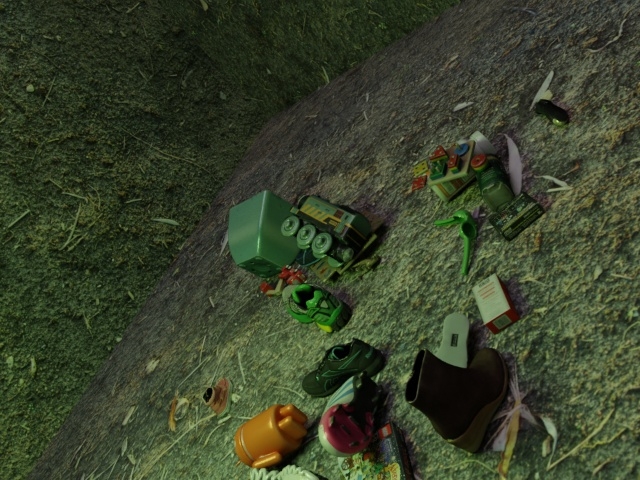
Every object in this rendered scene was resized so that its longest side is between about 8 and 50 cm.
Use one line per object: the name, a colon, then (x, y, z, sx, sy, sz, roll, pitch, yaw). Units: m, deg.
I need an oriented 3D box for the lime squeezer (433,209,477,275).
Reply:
lime squeezer: (0.381, -0.024, 1.829, 0.110, 0.059, 0.310, -39, 24, 14)

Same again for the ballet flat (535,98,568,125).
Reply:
ballet flat: (0.674, -0.366, 1.931, 0.057, 0.049, 0.173, 2, 29, -4)

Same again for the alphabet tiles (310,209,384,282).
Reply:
alphabet tiles: (0.086, 0.015, 2.275, 0.285, 0.011, 0.342, -47, 16, -1)

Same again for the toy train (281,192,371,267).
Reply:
toy train: (0.013, -0.042, 2.187, 0.334, 0.142, 0.190, 29, 81, 47)

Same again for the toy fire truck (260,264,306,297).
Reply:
toy fire truck: (-0.137, 0.155, 2.424, 0.135, 0.047, 0.192, -50, 24, -10)

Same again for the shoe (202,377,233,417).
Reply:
shoe: (-0.334, 0.491, 2.155, 0.063, 0.081, 0.178, -40, 23, 13)

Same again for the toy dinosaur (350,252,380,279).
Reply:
toy dinosaur: (0.144, 0.076, 2.094, 0.092, 0.053, 0.183, -38, 6, -10)

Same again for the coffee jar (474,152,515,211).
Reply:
coffee jar: (0.480, -0.165, 1.842, 0.079, 0.096, 0.184, -32, 27, 22)

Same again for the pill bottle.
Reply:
pill bottle: (0.422, -0.227, 2.015, 0.216, 0.121, 0.121, -41, 23, 9)

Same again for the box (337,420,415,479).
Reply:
box: (0.119, 0.511, 1.395, 0.159, 0.044, 0.233, -40, 23, 14)

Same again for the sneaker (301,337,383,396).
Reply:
sneaker: (0.039, 0.329, 1.762, 0.267, 0.106, 0.101, -33, 27, 31)

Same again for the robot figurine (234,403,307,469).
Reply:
robot figurine: (-0.135, 0.510, 1.724, 0.219, 0.128, 0.158, -36, 63, 22)

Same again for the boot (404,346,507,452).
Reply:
boot: (0.274, 0.272, 1.321, 0.090, 0.207, 0.248, -20, 34, 45)

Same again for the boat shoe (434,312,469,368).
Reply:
boat shoe: (0.296, 0.262, 1.482, 0.077, 0.070, 0.219, 7, 42, 21)

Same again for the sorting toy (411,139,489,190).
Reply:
sorting toy: (0.364, -0.232, 1.925, 0.274, 0.046, 0.132, -16, 42, 42)

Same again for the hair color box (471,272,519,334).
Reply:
hair color box: (0.401, 0.144, 1.528, 0.072, 0.043, 0.141, -37, 25, 20)

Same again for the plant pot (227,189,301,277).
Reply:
plant pot: (-0.212, -0.001, 2.587, 0.247, 0.247, 0.252, -22, 50, 43)

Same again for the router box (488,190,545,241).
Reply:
router box: (0.503, -0.063, 1.707, 0.122, 0.038, 0.092, -42, 23, 10)

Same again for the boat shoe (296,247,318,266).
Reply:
boat shoe: (0.000, 0.000, 2.343, 0.258, 0.089, 0.109, -36, 19, 31)

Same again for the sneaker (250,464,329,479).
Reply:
sneaker: (-0.077, 0.592, 1.538, 0.292, 0.110, 0.118, -31, 33, 49)

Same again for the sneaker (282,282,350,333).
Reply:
sneaker: (-0.037, 0.178, 2.090, 0.134, 0.146, 0.343, -52, 23, -15)

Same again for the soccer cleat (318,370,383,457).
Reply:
soccer cleat: (0.054, 0.418, 1.507, 0.143, 0.116, 0.331, -50, -6, 20)
